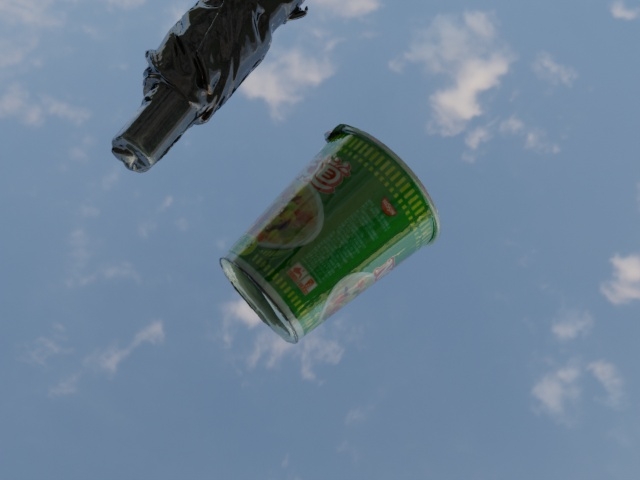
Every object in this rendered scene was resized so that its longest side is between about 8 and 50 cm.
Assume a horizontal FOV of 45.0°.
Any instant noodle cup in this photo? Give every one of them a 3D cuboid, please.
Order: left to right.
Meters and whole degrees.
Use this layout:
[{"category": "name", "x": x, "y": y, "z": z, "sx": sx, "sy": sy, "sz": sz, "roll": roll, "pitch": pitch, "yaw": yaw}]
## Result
[{"category": "instant noodle cup", "x": 0.000, "y": 0.000, "z": 0.988, "sx": 0.233, "sy": 0.207, "sz": 0.207, "roll": -42, "pitch": -103, "yaw": -16}]

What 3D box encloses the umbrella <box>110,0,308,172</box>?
[{"category": "umbrella", "x": -0.062, "y": -0.139, "z": 0.509, "sx": 0.066, "sy": 0.059, "sz": 0.235, "roll": 44, "pitch": -117, "yaw": -21}]
